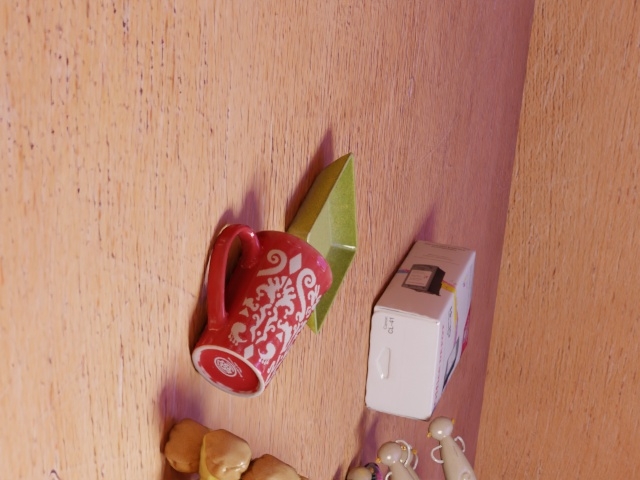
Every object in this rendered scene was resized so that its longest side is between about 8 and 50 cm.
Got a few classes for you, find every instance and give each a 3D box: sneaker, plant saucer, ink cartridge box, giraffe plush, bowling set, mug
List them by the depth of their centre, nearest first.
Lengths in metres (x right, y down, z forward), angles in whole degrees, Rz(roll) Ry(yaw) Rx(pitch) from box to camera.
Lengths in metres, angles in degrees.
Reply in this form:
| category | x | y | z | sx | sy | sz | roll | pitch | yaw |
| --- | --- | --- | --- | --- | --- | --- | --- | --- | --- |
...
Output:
| category | x | y | z | sx | sy | sz | roll | pitch | yaw |
| --- | --- | --- | --- | --- | --- | --- | --- | --- | --- |
| giraffe plush | -0.119 | 0.309 | 1.306 | 0.170 | 0.181 | 0.210 | -62 | -165 | -17 |
| mug | -0.085 | 0.076 | 1.364 | 0.113 | 0.150 | 0.169 | -40 | -163 | 52 |
| plant saucer | 0.000 | 0.000 | 1.651 | 0.188 | 0.045 | 0.188 | -63 | 157 | -44 |
| bowling set | 0.117 | 0.440 | 2.157 | 0.287 | 0.200 | 0.154 | -21 | 87 | -31 |
| ink cartridge box | 0.194 | 0.165 | 2.258 | 0.306 | 0.131 | 0.226 | -53 | 150 | -59 |
| sneaker | 0.095 | 0.458 | 2.279 | 0.057 | 0.047 | 0.119 | -90 | 180 | -51 |
